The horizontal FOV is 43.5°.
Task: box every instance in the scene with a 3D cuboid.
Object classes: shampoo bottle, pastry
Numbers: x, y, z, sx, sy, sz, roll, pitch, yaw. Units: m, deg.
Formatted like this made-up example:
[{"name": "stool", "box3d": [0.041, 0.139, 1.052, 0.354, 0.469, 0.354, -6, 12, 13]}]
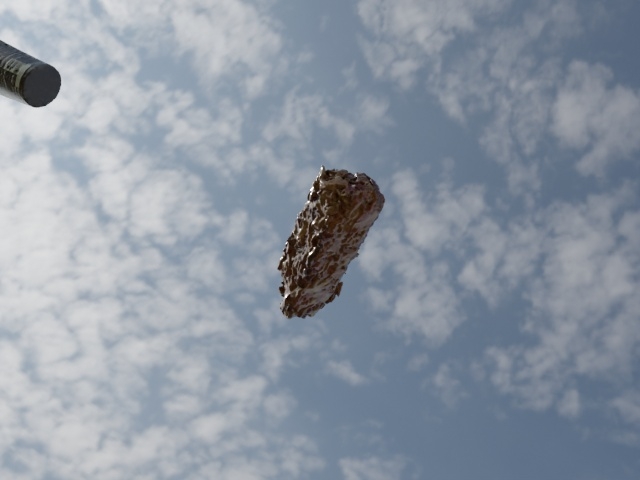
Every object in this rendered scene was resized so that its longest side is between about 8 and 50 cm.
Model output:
[{"name": "shampoo bottle", "box3d": [-0.415, -0.224, 1.003, 0.207, 0.057, 0.063, 24, -26, 28]}, {"name": "pastry", "box3d": [0.002, -0.001, 0.734, 0.063, 0.087, 0.169, 50, -45, 25]}]
